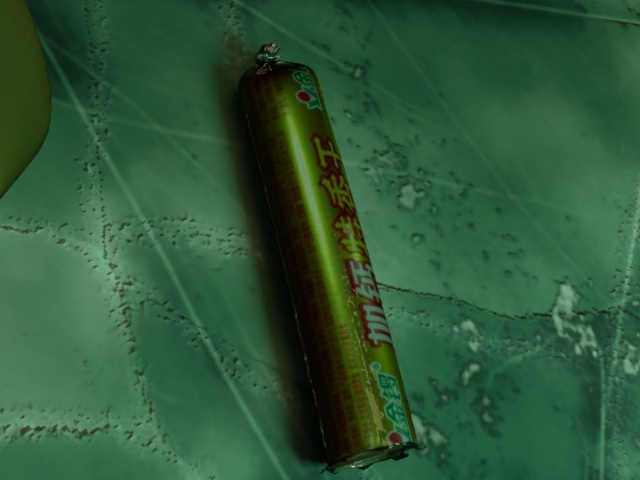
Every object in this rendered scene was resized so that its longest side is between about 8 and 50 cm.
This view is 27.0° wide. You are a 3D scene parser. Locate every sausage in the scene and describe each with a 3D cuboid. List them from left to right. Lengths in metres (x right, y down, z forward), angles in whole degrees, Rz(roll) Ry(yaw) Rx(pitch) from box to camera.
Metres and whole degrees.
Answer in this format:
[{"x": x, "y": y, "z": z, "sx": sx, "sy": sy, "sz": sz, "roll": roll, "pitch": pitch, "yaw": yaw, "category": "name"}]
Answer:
[{"x": 0.000, "y": 0.000, "z": 1.063, "sx": 0.082, "sy": 0.082, "sz": 0.371, "roll": 1, "pitch": 64, "yaw": -32, "category": "sausage"}]

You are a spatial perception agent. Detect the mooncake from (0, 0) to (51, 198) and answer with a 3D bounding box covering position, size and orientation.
[{"x": -0.284, "y": -0.116, "z": 0.851, "sx": 0.235, "sy": 0.235, "sz": 0.117, "roll": 38, "pitch": 49, "yaw": -8, "category": "mooncake"}]
